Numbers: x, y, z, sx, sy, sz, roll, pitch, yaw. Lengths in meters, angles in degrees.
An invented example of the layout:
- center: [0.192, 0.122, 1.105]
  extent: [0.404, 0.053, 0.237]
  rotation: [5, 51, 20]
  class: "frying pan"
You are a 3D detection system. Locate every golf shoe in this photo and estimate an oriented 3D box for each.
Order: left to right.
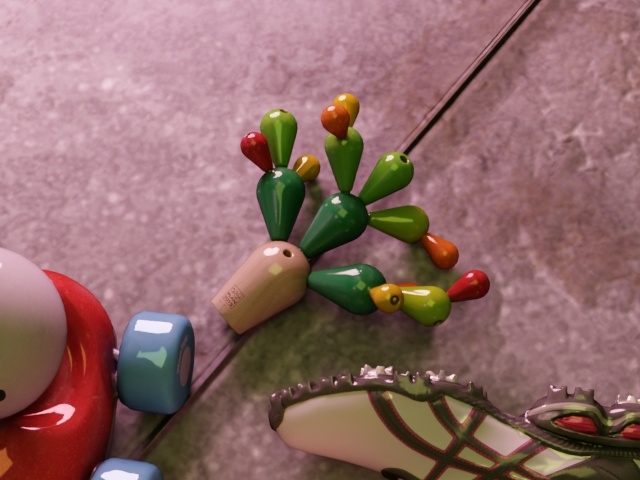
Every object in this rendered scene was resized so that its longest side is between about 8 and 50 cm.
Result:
- center: [0.093, 0.152, 0.883]
  extent: [0.272, 0.105, 0.120]
  rotation: [6, 74, 8]
  class: "golf shoe"

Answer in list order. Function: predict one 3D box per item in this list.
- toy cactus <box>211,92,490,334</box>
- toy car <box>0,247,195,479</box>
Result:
- center: [0.000, 0.000, 0.966]
  extent: [0.180, 0.112, 0.219]
  rotation: [-40, 77, -2]
  class: "toy cactus"
- center: [-0.220, 0.092, 0.861]
  extent: [0.219, 0.238, 0.210]
  rotation: [7, 67, 9]
  class: "toy car"
